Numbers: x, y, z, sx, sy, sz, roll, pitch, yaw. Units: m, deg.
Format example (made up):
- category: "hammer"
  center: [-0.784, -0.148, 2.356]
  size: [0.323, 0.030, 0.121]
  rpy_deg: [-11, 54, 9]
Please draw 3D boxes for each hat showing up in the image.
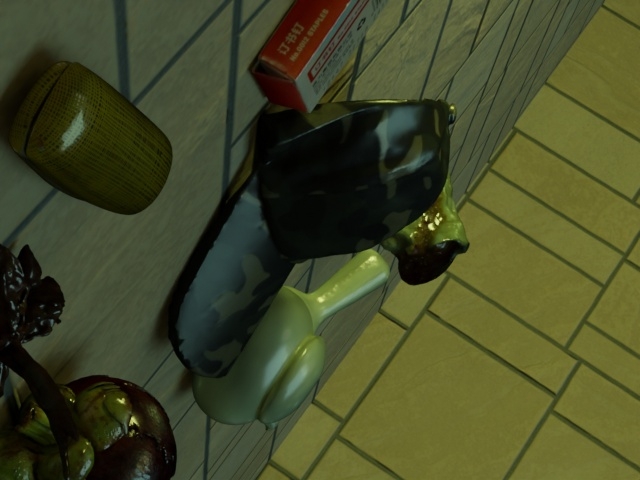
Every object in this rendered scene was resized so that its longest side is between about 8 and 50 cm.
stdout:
- category: "hat"
  center: [0.000, 0.000, 1.527]
  size: [0.366, 0.257, 0.382]
  rpy_deg: [-19, 122, -71]

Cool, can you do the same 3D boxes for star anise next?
- category: "star anise"
  center: [-0.206, 0.084, 0.955]
  size: [0.140, 0.144, 0.158]
  rpy_deg: [-62, 171, -17]

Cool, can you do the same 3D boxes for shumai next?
- category: "shumai"
  center: [0.159, -0.061, 2.060]
  size: [0.272, 0.203, 0.222]
  rpy_deg: [-54, 171, -35]

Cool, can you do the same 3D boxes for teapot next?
- category: "teapot"
  center: [-0.043, 0.123, 1.808]
  size: [0.318, 0.149, 0.220]
  rpy_deg: [-55, 171, -1]

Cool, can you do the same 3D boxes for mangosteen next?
- category: "mangosteen"
  center: [-0.222, 0.200, 1.228]
  size: [0.166, 0.166, 0.180]
  rpy_deg: [-55, 145, -11]

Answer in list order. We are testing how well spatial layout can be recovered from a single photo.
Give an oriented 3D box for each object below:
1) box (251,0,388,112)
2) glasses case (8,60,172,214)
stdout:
- category: "box"
  center: [0.021, -0.233, 1.285]
  size: [0.229, 0.050, 0.123]
  rpy_deg: [-56, 168, -3]
- category: "glasses case"
  center: [-0.157, -0.065, 0.929]
  size: [0.079, 0.064, 0.234]
  rpy_deg: [-63, 170, -4]
